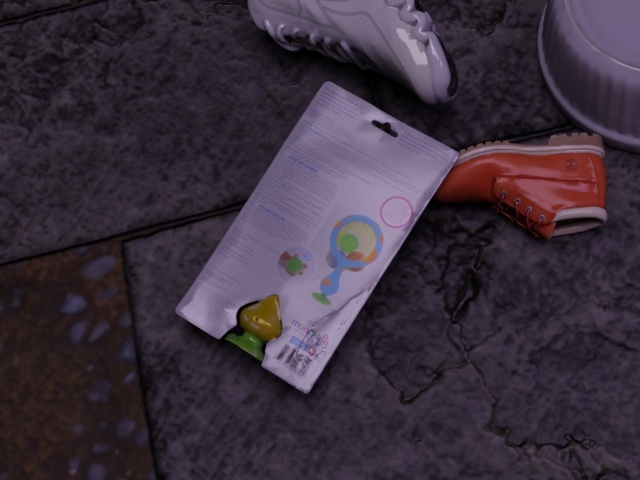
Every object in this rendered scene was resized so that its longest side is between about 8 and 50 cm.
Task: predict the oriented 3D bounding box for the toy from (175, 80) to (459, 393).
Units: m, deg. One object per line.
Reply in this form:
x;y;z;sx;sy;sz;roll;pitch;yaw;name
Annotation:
0.000;0.000;1.507;0.137;0.056;0.237;30;79;17;toy

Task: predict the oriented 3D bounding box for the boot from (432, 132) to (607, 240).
0.165;-0.039;1.503;0.158;0.059;0.085;-7;71;3;boot

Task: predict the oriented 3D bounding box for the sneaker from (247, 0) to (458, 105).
0.011;-0.202;1.576;0.118;0.110;0.292;-41;59;-3;sneaker

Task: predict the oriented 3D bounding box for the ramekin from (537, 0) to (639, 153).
0.288;-0.188;1.523;0.207;0.109;0.207;-3;66;7;ramekin
